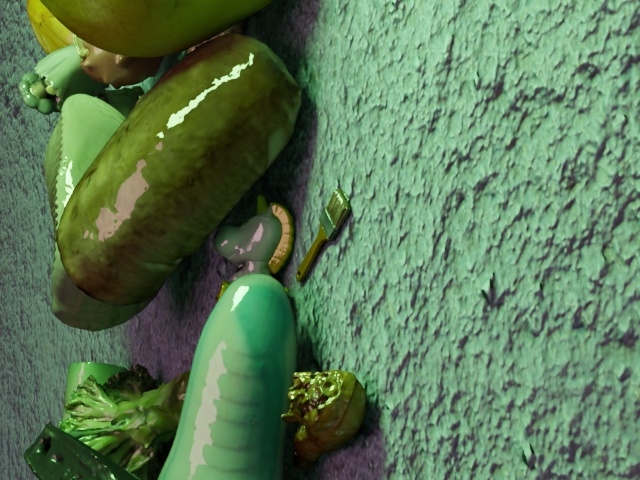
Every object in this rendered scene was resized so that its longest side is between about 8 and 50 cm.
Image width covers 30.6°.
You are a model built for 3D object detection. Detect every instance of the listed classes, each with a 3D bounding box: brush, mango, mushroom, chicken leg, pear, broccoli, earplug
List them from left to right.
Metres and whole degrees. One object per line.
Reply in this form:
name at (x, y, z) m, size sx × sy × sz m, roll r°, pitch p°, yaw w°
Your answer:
mango at (-0.511, -0.444, 2.428) m, size 0.187 × 0.138 × 0.257 m, roll -42°, pitch 53°, yaw 30°
broccoli at (-0.286, 0.320, 1.935) m, size 0.361 × 0.221 × 0.252 m, roll -15°, pitch 39°, yaw 59°
pear at (-0.247, -0.450, 1.711) m, size 0.362 × 0.418 × 0.362 m, roll 4°, pitch -90°, yaw -75°
mushroom at (-0.210, -0.118, 1.706) m, size 0.224 × 0.313 × 0.397 m, roll 43°, pitch 135°, yaw -4°
earplug at (-0.109, 0.206, 1.612) m, size 0.185 × 0.185 × 0.324 m, roll 4°, pitch 83°, yaw 60°
chicken leg at (-0.008, 0.240, 1.535) m, size 0.207 × 0.101 × 0.085 m, roll 117°, pitch 173°, yaw -51°
brush at (0.000, 0.000, 1.613) m, size 0.170 × 0.014 × 0.043 m, roll -61°, pitch 40°, yaw 40°

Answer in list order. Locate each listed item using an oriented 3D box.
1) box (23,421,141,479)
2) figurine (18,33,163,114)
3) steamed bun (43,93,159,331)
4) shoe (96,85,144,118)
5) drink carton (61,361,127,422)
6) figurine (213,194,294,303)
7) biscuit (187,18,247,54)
box at (-0.255, 0.414, 1.725) m, size 0.091 × 0.350 × 0.359 m, roll -54°, pitch 27°, yaw -12°
figurine at (-0.378, -0.335, 2.054) m, size 0.387 × 0.207 × 0.166 m, roll -26°, pitch 89°, yaw 37°
steamed bun at (-0.350, -0.049, 2.019) m, size 0.247 × 0.236 × 0.383 m, roll 120°, pitch 148°, yaw -52°
shoe at (-0.413, -0.176, 2.269) m, size 0.103 × 0.098 × 0.275 m, roll 54°, pitch 133°, yaw 52°
drink carton at (-0.430, 0.310, 2.225) m, size 0.144 × 0.146 × 0.142 m, roll -26°, pitch 57°, yaw 56°
figurine at (-0.094, 0.023, 1.716) m, size 0.130 × 0.109 × 0.178 m, roll -3°, pitch 84°, yaw 34°
biscuit at (-0.162, -0.382, 1.893) m, size 0.144 × 0.016 × 0.203 m, roll 22°, pitch 109°, yaw 42°
